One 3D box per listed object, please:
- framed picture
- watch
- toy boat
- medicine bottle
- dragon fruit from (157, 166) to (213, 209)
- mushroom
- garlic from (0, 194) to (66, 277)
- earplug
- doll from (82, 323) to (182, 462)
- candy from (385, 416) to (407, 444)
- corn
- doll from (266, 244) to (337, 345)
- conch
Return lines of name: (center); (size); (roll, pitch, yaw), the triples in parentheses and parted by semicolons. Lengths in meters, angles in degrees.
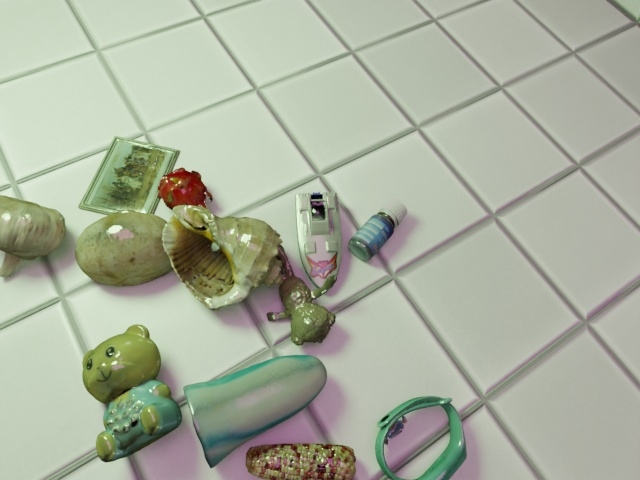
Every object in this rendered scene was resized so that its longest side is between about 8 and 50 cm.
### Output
framed picture: (-0.567, -0.189, 1.339); (0.218, 0.017, 0.274); (11, 64, 0)
watch: (0.244, 0.477, 1.071); (0.237, 0.068, 0.195); (-34, 79, -21)
toy boat: (0.000, 0.000, 1.271); (0.130, 0.088, 0.294); (-3, 72, -6)
medicine bottle: (0.170, -0.035, 1.308); (0.084, 0.083, 0.203); (37, 66, 12)
dragon fruit: (-0.383, -0.137, 1.270); (0.136, 0.133, 0.166); (-37, 72, -28)
mushroom: (-0.503, -0.002, 1.162); (0.254, 0.189, 0.194); (-10, 68, -16)
garlic: (-0.777, 0.000, 1.153); (0.219, 0.218, 0.211); (19, 93, 3)
earplug: (-0.131, 0.365, 1.044); (0.325, 0.185, 0.184); (-18, 68, -20)
doll: (-0.433, 0.336, 1.022); (0.177, 0.161, 0.260); (-33, 72, 3)
candy: (0.183, 0.467, 1.103); (0.083, 0.020, 0.030); (-33, 88, -21)
corn: (-0.045, 0.507, 1.024); (0.254, 0.086, 0.086); (4, 64, -3)
doll: (-0.076, 0.146, 1.202); (0.286, 0.091, 0.202); (32, 73, 20)
conch: (-0.249, 0.040, 1.171); (0.324, 0.186, 0.263); (33, 83, 8)
